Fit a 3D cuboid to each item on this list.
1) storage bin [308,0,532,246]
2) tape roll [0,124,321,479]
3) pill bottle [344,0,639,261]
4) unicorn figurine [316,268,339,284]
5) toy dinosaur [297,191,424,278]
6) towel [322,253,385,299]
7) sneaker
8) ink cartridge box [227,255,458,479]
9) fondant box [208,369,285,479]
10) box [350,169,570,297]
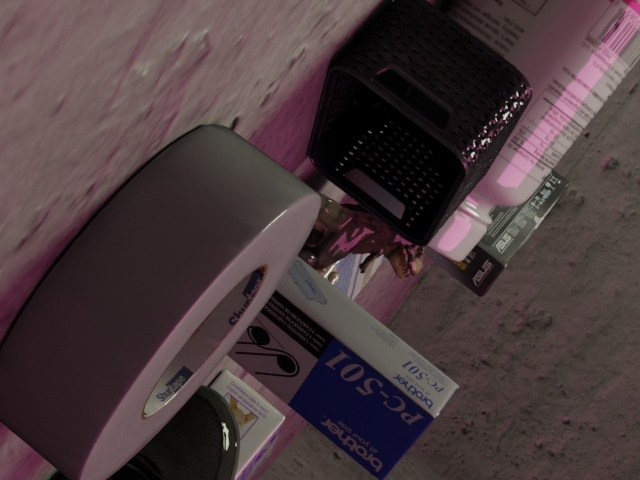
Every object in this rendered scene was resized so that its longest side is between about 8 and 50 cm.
[{"bbox_3d":[0.070,-0.086,0.947,0.084,0.122,0.180,-49,172,-19],"label":"storage bin"},{"bbox_3d":[-0.094,0.038,0.741,0.219,0.072,0.219,-51,173,-8],"label":"tape roll"},{"bbox_3d":[0.156,-0.132,1.107,0.283,0.160,0.160,-53,173,9],"label":"pill bottle"},{"bbox_3d":[-0.034,0.064,1.267,0.111,0.060,0.162,-52,172,-5],"label":"unicorn figurine"},{"bbox_3d":[0.000,0.000,1.097,0.118,0.064,0.268,-27,161,19],"label":"toy dinosaur"},{"bbox_3d":[0.032,0.036,1.610,0.285,0.034,0.209,-50,166,-28],"label":"towel"},{"bbox_3d":[-0.177,0.240,1.003,0.341,0.125,0.140,-50,168,-29],"label":"sneaker"},{"bbox_3d":[-0.005,0.082,0.960,0.046,0.207,0.097,-44,169,-45],"label":"ink cartridge box"},{"bbox_3d":[-0.184,0.327,1.477,0.330,0.096,0.238,-51,172,-19],"label":"fondant box"},{"bbox_3d":[0.163,-0.057,1.428,0.231,0.183,0.056,-43,168,-52],"label":"box"}]
